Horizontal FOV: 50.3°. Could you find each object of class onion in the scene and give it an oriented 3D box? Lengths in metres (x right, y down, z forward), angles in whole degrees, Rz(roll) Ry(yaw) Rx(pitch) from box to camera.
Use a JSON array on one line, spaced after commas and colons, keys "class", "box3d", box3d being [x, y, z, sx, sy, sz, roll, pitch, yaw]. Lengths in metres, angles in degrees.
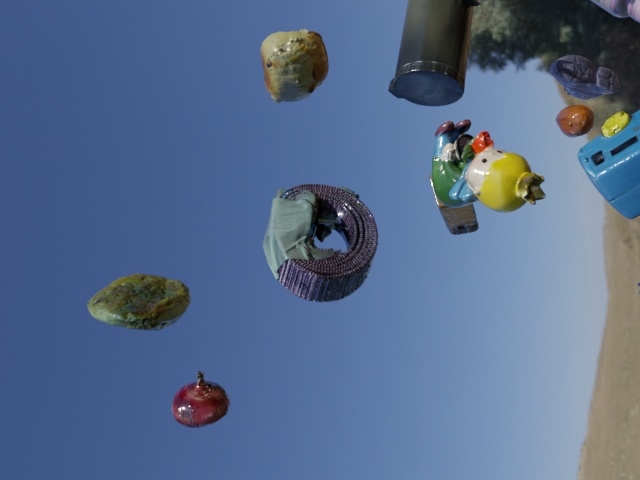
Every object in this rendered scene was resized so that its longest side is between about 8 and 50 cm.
[{"class": "onion", "box3d": [-0.301, 0.381, 1.690, 0.150, 0.150, 0.140, -50, -42, -55]}]

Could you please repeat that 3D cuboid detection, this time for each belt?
[{"class": "belt", "box3d": [0.000, 0.000, 1.579, 0.325, 0.260, 0.122, -85, 8, -46]}]

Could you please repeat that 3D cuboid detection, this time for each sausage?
[{"class": "sausage", "box3d": [0.673, -0.316, 1.807, 0.179, 0.089, 0.089, -59, -37, -77]}]

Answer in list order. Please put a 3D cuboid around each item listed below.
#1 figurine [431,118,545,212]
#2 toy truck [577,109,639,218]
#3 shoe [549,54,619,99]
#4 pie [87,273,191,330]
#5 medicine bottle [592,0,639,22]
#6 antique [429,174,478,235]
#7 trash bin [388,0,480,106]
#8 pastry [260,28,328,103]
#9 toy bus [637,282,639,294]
[{"class": "figurine", "box3d": [0.314, -0.145, 1.286, 0.127, 0.234, 0.185, 1, -88, -25]}, {"class": "toy truck", "box3d": [0.669, -0.198, 1.243, 0.161, 0.385, 0.162, 44, -145, -18]}, {"class": "shoe", "box3d": [0.833, -0.519, 2.214, 0.245, 0.137, 0.095, 12, -106, -18]}, {"class": "pie", "box3d": [-0.495, 0.163, 1.870, 0.277, 0.277, 0.079, -36, -43, -61]}, {"class": "medicine bottle", "box3d": [0.928, -0.766, 1.982, 0.241, 0.302, 0.241, -29, -31, -20]}, {"class": "antique", "box3d": [0.356, -0.091, 1.781, 0.310, 0.087, 0.093, 42, -148, -67]}, {"class": "trash bin", "box3d": [0.329, -0.569, 1.976, 0.203, 0.252, 0.302, 25, -111, -42]}, {"class": "pastry", "box3d": [-0.079, -0.598, 2.386, 0.170, 0.236, 0.256, -111, 12, -53]}, {"class": "toy bus", "box3d": [0.842, 0.057, 1.626, 0.133, 0.125, 0.292, 84, -150, -56]}]
